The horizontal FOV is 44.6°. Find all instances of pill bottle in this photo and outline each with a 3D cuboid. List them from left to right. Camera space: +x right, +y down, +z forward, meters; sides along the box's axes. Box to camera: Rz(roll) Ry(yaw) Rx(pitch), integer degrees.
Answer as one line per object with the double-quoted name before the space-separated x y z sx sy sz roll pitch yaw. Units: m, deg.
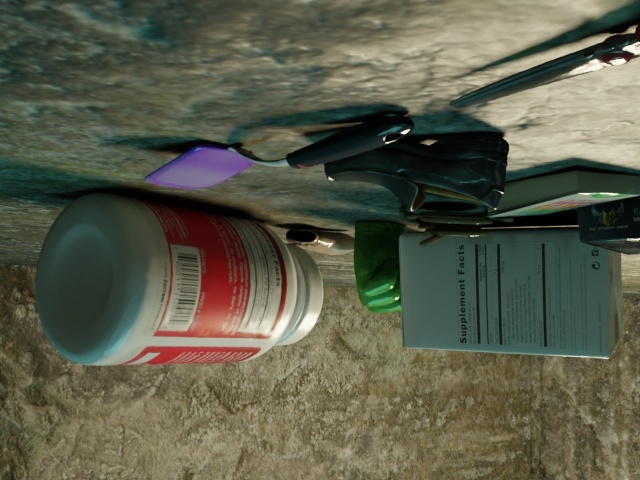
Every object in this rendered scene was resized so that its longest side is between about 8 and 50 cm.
"pill bottle" -0.185 0.068 1.157 0.229 0.229 0.408 -3 172 37

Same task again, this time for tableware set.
"tableware set" 0.166 -0.015 0.996 0.128 0.039 0.194 2 -176 3

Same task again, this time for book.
"book" 0.265 -0.051 0.850 0.096 0.035 0.144 1 173 -25

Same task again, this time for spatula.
"spatula" -0.040 -0.076 0.701 0.296 0.030 0.084 -4 172 41

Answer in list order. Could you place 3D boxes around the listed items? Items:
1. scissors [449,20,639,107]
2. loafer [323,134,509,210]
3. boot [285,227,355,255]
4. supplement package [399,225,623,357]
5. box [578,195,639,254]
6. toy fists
"scissors" 0.168 -0.110 0.411 0.297 0.021 0.109 -2 175 43
"loafer" 0.080 -0.057 0.693 0.170 0.061 0.062 0 174 27
"boot" 0.000 0.000 1.332 0.119 0.042 0.087 0 171 15
"supplement package" 0.284 0.069 1.156 0.293 0.175 0.177 -1 -177 27
"box" 0.443 -0.023 0.902 0.233 0.059 0.183 -4 171 39
"toy fists" 0.142 0.054 1.309 0.096 0.142 0.279 -2 173 29
